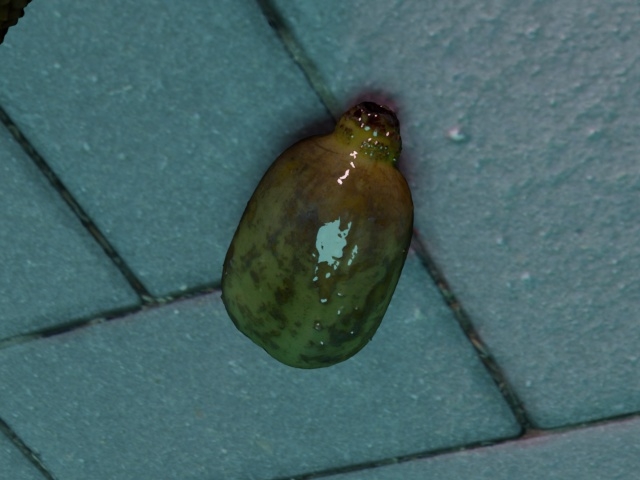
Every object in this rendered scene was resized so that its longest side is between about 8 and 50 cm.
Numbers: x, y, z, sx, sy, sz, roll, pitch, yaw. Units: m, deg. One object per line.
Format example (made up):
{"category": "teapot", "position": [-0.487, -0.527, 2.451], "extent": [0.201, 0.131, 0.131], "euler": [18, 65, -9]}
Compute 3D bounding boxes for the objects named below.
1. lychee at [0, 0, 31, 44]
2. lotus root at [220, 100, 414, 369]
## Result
{"category": "lychee", "position": [-0.350, -0.263, 1.047], "extent": [0.268, 0.267, 0.267], "euler": [7, 133, 8]}
{"category": "lotus root", "position": [0.000, 0.000, 1.301], "extent": [0.173, 0.173, 0.309], "euler": [17, 126, -2]}
